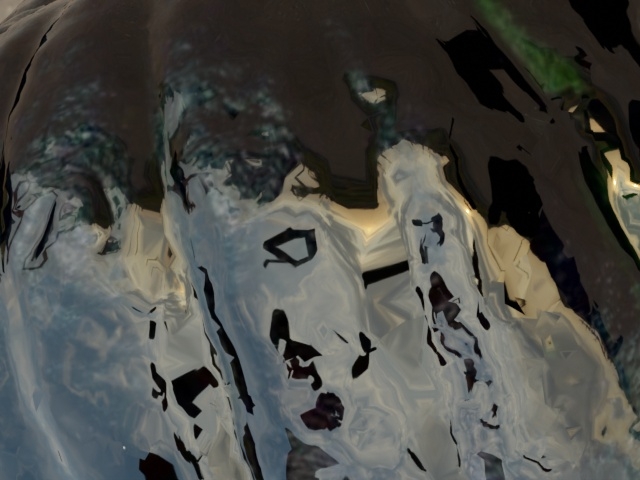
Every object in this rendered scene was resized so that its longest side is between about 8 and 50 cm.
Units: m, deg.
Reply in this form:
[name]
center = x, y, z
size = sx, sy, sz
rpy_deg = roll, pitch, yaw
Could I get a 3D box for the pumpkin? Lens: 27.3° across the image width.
[pumpkin]
center = 0.000, 0.000, 0.514
size = 0.363, 0.363, 0.266
rpy_deg = -4, 116, 39
